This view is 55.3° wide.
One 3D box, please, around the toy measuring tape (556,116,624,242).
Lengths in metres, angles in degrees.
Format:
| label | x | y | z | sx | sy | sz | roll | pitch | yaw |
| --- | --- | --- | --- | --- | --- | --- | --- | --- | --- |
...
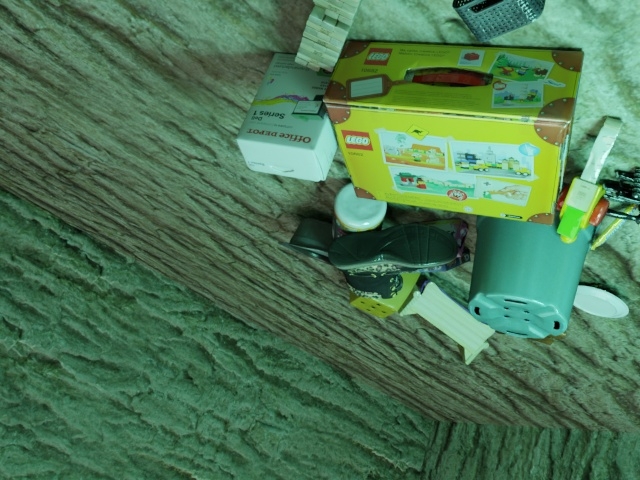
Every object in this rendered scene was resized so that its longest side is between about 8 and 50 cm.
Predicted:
| label | x | y | z | sx | sy | sz | roll | pitch | yaw |
| --- | --- | --- | --- | --- | --- | --- | --- | --- | --- |
| toy measuring tape | 0.637 | -0.138 | 1.430 | 0.121 | 0.121 | 0.330 | 16 | 123 | 10 |

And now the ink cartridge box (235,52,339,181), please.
| label | x | y | z | sx | sy | sz | roll | pitch | yaw |
| --- | --- | --- | --- | --- | --- | --- | --- | --- | --- |
| ink cartridge box | -0.051 | -0.296 | 1.442 | 0.201 | 0.278 | 0.117 | 11 | 154 | 18 |

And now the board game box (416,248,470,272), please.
| label | x | y | z | sx | sy | sz | roll | pitch | yaw |
| --- | --- | --- | --- | --- | --- | --- | --- | --- | --- |
| board game box | 0.351 | 0.071 | 2.036 | 0.243 | 0.042 | 0.165 | -5 | -173 | 43 |

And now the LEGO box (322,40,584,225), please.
| label | x | y | z | sx | sy | sz | roll | pitch | yaw |
| --- | --- | --- | --- | --- | --- | --- | --- | --- | --- |
| LEGO box | 0.301 | -0.241 | 1.390 | 0.500 | 0.193 | 0.372 | 10 | 153 | 21 |

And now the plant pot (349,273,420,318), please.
| label | x | y | z | sx | sy | sz | roll | pitch | yaw |
| --- | --- | --- | --- | --- | --- | --- | --- | --- | --- |
| plant pot | 0.222 | 0.168 | 2.269 | 0.212 | 0.187 | 0.212 | 25 | 154 | -11 |

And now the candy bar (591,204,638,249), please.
| label | x | y | z | sx | sy | sz | roll | pitch | yaw |
| --- | --- | --- | --- | --- | --- | --- | --- | --- | --- |
| candy bar | 0.752 | -0.036 | 1.561 | 0.040 | 0.161 | 0.018 | 5 | -141 | -51 |

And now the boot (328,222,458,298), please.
| label | x | y | z | sx | sy | sz | roll | pitch | yaw |
| --- | --- | --- | --- | --- | --- | --- | --- | --- | --- |
| boot | 0.229 | 0.076 | 1.886 | 0.377 | 0.138 | 0.284 | -7 | 153 | 8 |

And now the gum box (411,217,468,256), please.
| label | x | y | z | sx | sy | sz | roll | pitch | yaw |
| --- | --- | --- | --- | --- | --- | --- | --- | --- | --- |
| gum box | 0.366 | -0.004 | 1.914 | 0.188 | 0.107 | 0.062 | -5 | 145 | 42 |

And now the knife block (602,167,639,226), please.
| label | x | y | z | sx | sy | sz | roll | pitch | yaw |
| --- | --- | --- | --- | --- | --- | --- | --- | --- | --- |
| knife block | 0.822 | -0.073 | 1.468 | 0.275 | 0.088 | 0.242 | 35 | 152 | -29 |

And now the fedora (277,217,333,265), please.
| label | x | y | z | sx | sy | sz | roll | pitch | yaw |
| --- | --- | --- | --- | --- | --- | --- | --- | --- | --- |
| fedora | 0.000 | 0.000 | 2.142 | 0.275 | 0.124 | 0.243 | 24 | 171 | -26 |

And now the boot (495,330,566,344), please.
| label | x | y | z | sx | sy | sz | roll | pitch | yaw |
| --- | --- | --- | --- | --- | --- | --- | --- | --- | --- |
| boot | 0.775 | 0.325 | 2.284 | 0.280 | 0.096 | 0.264 | 16 | 154 | 7 |

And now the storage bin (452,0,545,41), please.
| label | x | y | z | sx | sy | sz | roll | pitch | yaw |
| --- | --- | --- | --- | --- | --- | --- | --- | --- | --- |
| storage bin | 0.307 | -0.435 | 1.015 | 0.122 | 0.180 | 0.084 | -10 | 141 | 47 |

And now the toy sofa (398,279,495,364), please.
| label | x | y | z | sx | sy | sz | roll | pitch | yaw |
| --- | --- | --- | --- | --- | --- | --- | --- | --- | --- |
| toy sofa | 0.472 | 0.285 | 2.314 | 0.362 | 0.177 | 0.150 | 36 | -167 | -10 |

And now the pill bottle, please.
| label | x | y | z | sx | sy | sz | roll | pitch | yaw |
| --- | --- | --- | --- | --- | --- | --- | --- | --- | --- |
| pill bottle | 0.117 | -0.054 | 1.935 | 0.162 | 0.162 | 0.278 | 17 | 154 | 7 |

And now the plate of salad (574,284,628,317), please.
| label | x | y | z | sx | sy | sz | roll | pitch | yaw |
| --- | --- | --- | --- | --- | --- | --- | --- | --- | --- |
| plate of salad | 0.898 | 0.193 | 1.987 | 0.200 | 0.048 | 0.200 | 26 | 160 | 10 |

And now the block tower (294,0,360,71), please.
| label | x | y | z | sx | sy | sz | roll | pitch | yaw |
| --- | --- | --- | --- | --- | --- | --- | --- | --- | --- |
| block tower | 0.034 | -0.481 | 1.232 | 0.091 | 0.097 | 0.335 | 22 | 156 | -5 |

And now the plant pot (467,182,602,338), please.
| label | x | y | z | sx | sy | sz | roll | pitch | yaw |
| --- | --- | --- | --- | --- | --- | --- | --- | --- | --- |
| plant pot | 0.555 | 0.061 | 1.645 | 0.341 | 0.334 | 0.341 | 17 | 154 | 9 |
